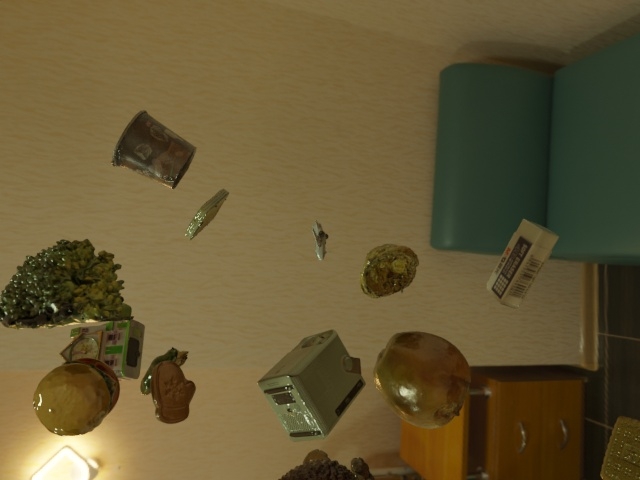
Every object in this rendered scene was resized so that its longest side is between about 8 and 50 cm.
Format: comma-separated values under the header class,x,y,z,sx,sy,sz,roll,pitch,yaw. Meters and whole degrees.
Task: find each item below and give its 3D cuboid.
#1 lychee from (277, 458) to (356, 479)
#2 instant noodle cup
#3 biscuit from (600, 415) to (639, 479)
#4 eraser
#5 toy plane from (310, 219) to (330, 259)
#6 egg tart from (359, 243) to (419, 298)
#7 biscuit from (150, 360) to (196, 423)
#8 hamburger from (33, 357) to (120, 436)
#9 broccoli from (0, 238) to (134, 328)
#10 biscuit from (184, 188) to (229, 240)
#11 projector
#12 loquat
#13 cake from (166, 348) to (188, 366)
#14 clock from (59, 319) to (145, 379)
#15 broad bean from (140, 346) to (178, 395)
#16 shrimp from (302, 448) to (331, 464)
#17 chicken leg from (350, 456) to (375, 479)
class,x,y,z,sx,sy,sz,roll,pitch,yaw
lychee,-0.008,0.751,1.188,0.267,0.268,0.267,-175,90,-73
instant noodle cup,-0.554,-0.295,1.420,0.217,0.207,0.217,-54,16,24
biscuit,0.756,0.505,0.927,0.172,0.029,0.254,-63,11,-12
eraser,0.672,0.078,1.404,0.124,0.081,0.279,-97,26,-69
toy plane,0.000,0.000,1.800,0.162,0.066,0.171,36,-141,-68
egg tart,0.227,0.098,1.460,0.232,0.252,0.098,-35,42,11
biscuit,-0.329,0.340,0.948,0.023,0.118,0.140,-32,68,22
hamburger,-0.514,0.331,0.893,0.115,0.162,0.162,-114,29,-89
broccoli,-0.521,0.091,0.893,0.243,0.273,0.180,-7,82,28
biscuit,-0.361,-0.089,1.335,0.121,0.041,0.199,-49,9,23
projector,-0.012,0.353,1.053,0.163,0.242,0.177,-26,94,41
loquat,0.297,0.414,1.256,0.284,0.276,0.276,26,118,25
cake,-0.616,0.525,1.718,0.185,0.116,0.079,-62,-34,-66
clock,-0.920,0.464,1.735,0.166,0.310,0.235,77,-172,-65
broad bean,-0.420,0.341,1.061,0.195,0.046,0.061,-46,33,33
shrimp,0.009,1.040,1.795,0.267,0.145,0.061,56,170,31
chicken leg,0.179,0.951,1.652,0.196,0.080,0.125,52,-176,-13
